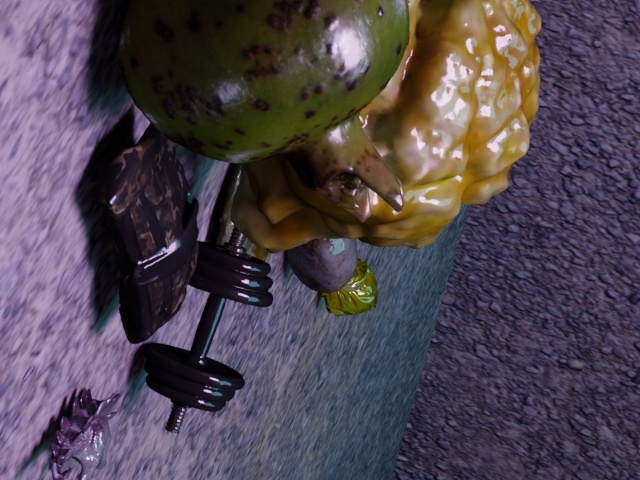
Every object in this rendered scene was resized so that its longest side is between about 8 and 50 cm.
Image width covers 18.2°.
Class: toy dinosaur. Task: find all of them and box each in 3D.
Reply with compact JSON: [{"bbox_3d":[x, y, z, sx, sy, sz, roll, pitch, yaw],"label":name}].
[{"bbox_3d":[-0.197,0.166,1.636,0.209,0.039,0.082,-75,180,-78],"label":"toy dinosaur"}]

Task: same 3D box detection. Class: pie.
[{"bbox_3d":[-0.061,-0.042,1.964,0.187,0.041,0.186,22,90,-80],"label":"pie"}]

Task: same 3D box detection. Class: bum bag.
[{"bbox_3d":[-0.132,-0.008,1.564,0.102,0.069,0.248,-48,160,-23],"label":"bum bag"}]

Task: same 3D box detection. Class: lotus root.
[{"bbox_3d":[0.003,-0.001,2.297,0.165,0.088,0.088,81,30,-52],"label":"lotus root"}]

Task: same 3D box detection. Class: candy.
[{"bbox_3d":[0.025,0.026,2.556,0.262,0.073,0.077,69,24,-65],"label":"candy"}]

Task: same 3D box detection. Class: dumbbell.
[{"bbox_3d":[-0.102,0.076,1.810,0.099,0.099,0.208,-5,115,-79],"label":"dumbbell"}]

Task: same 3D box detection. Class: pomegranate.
[{"bbox_3d":[-0.027,-0.125,1.418,0.211,0.263,0.211,-27,-178,1],"label":"pomegranate"}]

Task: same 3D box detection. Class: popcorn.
[{"bbox_3d":[0.044,-0.134,1.668,0.335,0.279,0.274,56,43,-71],"label":"popcorn"}]
